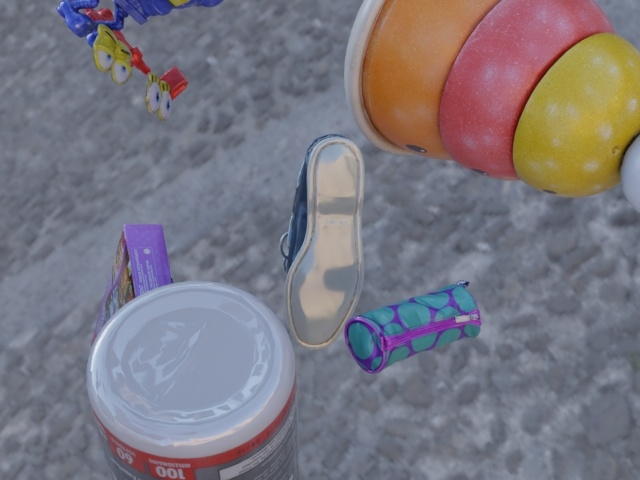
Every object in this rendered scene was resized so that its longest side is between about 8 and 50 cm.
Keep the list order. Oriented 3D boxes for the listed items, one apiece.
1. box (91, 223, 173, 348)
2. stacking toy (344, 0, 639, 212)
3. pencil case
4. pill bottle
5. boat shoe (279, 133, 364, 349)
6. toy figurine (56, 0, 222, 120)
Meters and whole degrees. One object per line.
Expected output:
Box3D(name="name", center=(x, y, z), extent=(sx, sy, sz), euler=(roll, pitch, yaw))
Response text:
Box3D(name="box", center=(-0.255, 0.144, 1.722), extent=(0.293, 0.057, 0.201), euler=(115, 148, -48))
Box3D(name="stacking toy", center=(0.290, -0.167, 1.544), extent=(0.350, 0.350, 0.480), euler=(-44, 52, -6))
Box3D(name="pencil case", center=(0.100, 0.091, 1.330), extent=(0.151, 0.065, 0.070), euler=(-16, 9, -35))
Box3D(name="pill bottle", center=(-0.126, 0.232, 1.368), extent=(0.210, 0.363, 0.210), euler=(-1, 48, 1))
Box3D(name="boat shoe", center=(0.000, 0.000, 1.497), extent=(0.095, 0.255, 0.079), euler=(0, 8, -10))
Box3D(name="toy figurine", center=(-0.169, -0.291, 1.156), extent=(0.217, 0.362, 0.191), euler=(-38, 63, 5))
